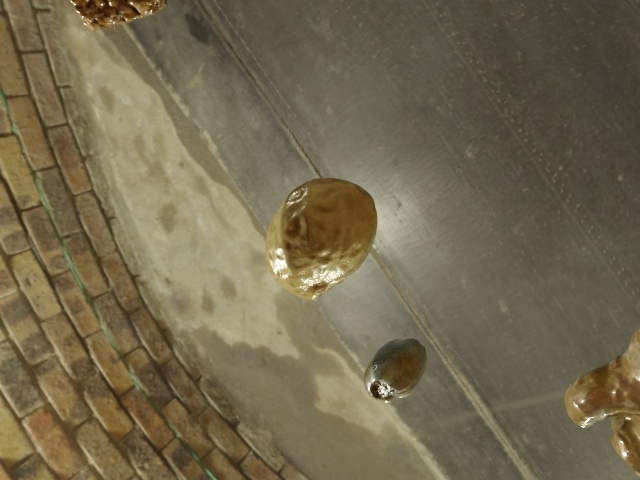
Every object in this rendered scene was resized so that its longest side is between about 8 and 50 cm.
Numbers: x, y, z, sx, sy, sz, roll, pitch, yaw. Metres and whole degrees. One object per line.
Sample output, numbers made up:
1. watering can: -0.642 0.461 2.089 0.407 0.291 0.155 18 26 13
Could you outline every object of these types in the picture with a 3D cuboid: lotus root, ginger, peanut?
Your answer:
1. lotus root: 0.234 0.359 1.408 0.158 0.322 0.140 -38 83 31
2. ginger: 0.316 0.175 0.398 0.166 0.080 0.333 -24 114 33
3. peanut: 0.000 0.000 0.595 0.109 0.140 0.159 -122 45 -57

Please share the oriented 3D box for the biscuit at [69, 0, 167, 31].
1. biscuit: -0.150 -0.227 0.266 0.064 0.034 0.199 -15 126 1
